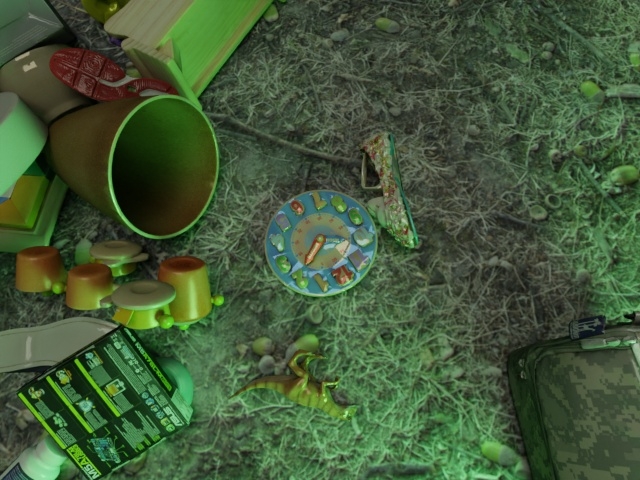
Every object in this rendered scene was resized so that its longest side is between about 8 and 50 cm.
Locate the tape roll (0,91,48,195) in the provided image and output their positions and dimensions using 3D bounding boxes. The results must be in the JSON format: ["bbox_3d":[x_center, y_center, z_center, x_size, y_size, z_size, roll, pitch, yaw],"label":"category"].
[{"bbox_3d":[-0.641,-0.102,0.711,0.392,0.072,0.392,-14,45,14],"label":"tape roll"}]

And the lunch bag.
[{"bbox_3d":[0.406,0.258,0.577,0.213,0.256,0.305,-7,72,1],"label":"lunch bag"}]

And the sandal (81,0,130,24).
[{"bbox_3d":[-0.382,-0.607,0.935,0.317,0.126,0.138,-25,63,7],"label":"sandal"}]

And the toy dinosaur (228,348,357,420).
[{"bbox_3d":[-0.040,0.234,0.708,0.212,0.064,0.112,14,76,7],"label":"toy dinosaur"}]

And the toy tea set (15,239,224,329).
[{"bbox_3d":[-0.338,0.089,0.727,0.336,0.200,0.124,13,110,22],"label":"toy tea set"}]

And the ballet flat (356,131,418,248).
[{"bbox_3d":[0.117,-0.089,0.793,0.077,0.091,0.240,-13,64,10],"label":"ballet flat"}]

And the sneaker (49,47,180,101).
[{"bbox_3d":[-0.388,-0.275,0.836,0.221,0.128,0.087,20,76,-19],"label":"sneaker"}]

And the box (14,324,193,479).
[{"bbox_3d":[-0.329,0.253,0.678,0.184,0.045,0.190,-32,101,3],"label":"box"}]

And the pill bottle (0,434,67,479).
[{"bbox_3d":[-0.460,0.371,0.685,0.067,0.067,0.120,41,79,13],"label":"pill bottle"}]

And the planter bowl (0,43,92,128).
[{"bbox_3d":[-0.525,-0.289,0.854,0.162,0.162,0.109,-32,104,-7],"label":"planter bowl"}]

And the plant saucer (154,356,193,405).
[{"bbox_3d":[-0.277,0.257,0.734,0.119,0.021,0.119,-1,74,2],"label":"plant saucer"}]

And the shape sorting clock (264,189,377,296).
[{"bbox_3d":[0.000,0.000,0.788,0.206,0.040,0.206,-1,73,2],"label":"shape sorting clock"}]

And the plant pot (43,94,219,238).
[{"bbox_3d":[-0.355,-0.148,0.772,0.254,0.237,0.237,16,74,25],"label":"plant pot"}]

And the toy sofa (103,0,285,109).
[{"bbox_3d":[-0.239,-0.461,0.884,0.177,0.150,0.362,28,76,16],"label":"toy sofa"}]

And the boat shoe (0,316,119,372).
[{"bbox_3d":[-0.426,0.184,0.735,0.255,0.079,0.095,-10,75,3],"label":"boat shoe"}]

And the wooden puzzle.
[{"bbox_3d":[-0.607,-0.098,0.847,0.221,0.044,0.238,5,74,4],"label":"wooden puzzle"}]

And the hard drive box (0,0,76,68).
[{"bbox_3d":[-0.593,-0.398,0.846,0.181,0.232,0.089,-37,119,-8],"label":"hard drive box"}]
